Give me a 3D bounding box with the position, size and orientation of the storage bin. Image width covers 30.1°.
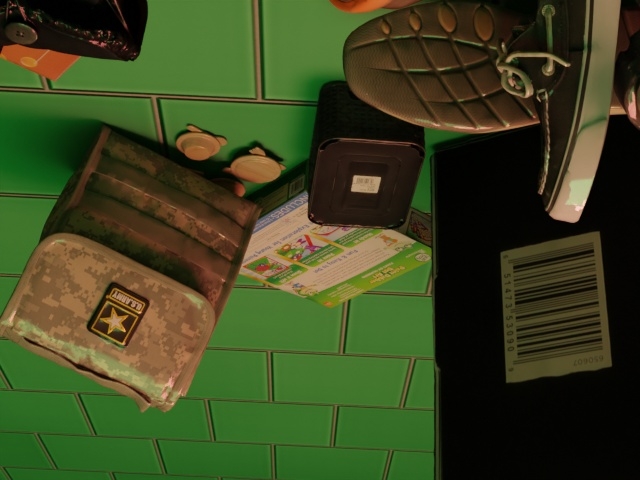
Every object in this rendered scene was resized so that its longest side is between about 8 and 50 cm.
[{"bbox_3d":[0.052,-0.096,1.413,0.122,0.084,0.180,4,148,-5],"label":"storage bin"}]

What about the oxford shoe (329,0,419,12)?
[{"bbox_3d":[0.140,-0.323,0.998,0.132,0.130,0.363,-8,162,-38],"label":"oxford shoe"}]

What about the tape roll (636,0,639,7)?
[{"bbox_3d":[0.388,-0.277,1.076,0.219,0.072,0.219,3,151,1],"label":"tape roll"}]

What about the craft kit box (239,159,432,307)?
[{"bbox_3d":[0.000,0.000,1.643,0.246,0.061,0.250,26,144,-32],"label":"craft kit box"}]

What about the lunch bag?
[{"bbox_3d":[-0.235,0.043,1.454,0.235,0.287,0.169,28,146,-13],"label":"lunch bag"}]

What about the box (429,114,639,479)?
[{"bbox_3d":[0.363,0.163,1.463,0.297,0.480,0.472,-13,148,26],"label":"box"}]

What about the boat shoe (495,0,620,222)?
[{"bbox_3d":[0.213,-0.172,1.087,0.104,0.306,0.113,6,-166,5],"label":"boat shoe"}]

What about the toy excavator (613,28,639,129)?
[{"bbox_3d":[0.393,-0.225,0.925,0.432,0.222,0.445,20,122,-17],"label":"toy excavator"}]

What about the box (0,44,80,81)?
[{"bbox_3d":[-0.311,-0.308,0.976,0.345,0.168,0.215,22,146,-32],"label":"box"}]

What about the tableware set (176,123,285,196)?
[{"bbox_3d":[-0.138,-0.089,1.524,0.141,0.020,0.168,19,148,-28],"label":"tableware set"}]

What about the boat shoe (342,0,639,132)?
[{"bbox_3d":[0.196,-0.168,1.213,0.355,0.132,0.130,1,178,-5],"label":"boat shoe"}]

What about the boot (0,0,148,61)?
[{"bbox_3d":[-0.245,-0.159,0.966,0.207,0.094,0.246,6,146,3],"label":"boot"}]
